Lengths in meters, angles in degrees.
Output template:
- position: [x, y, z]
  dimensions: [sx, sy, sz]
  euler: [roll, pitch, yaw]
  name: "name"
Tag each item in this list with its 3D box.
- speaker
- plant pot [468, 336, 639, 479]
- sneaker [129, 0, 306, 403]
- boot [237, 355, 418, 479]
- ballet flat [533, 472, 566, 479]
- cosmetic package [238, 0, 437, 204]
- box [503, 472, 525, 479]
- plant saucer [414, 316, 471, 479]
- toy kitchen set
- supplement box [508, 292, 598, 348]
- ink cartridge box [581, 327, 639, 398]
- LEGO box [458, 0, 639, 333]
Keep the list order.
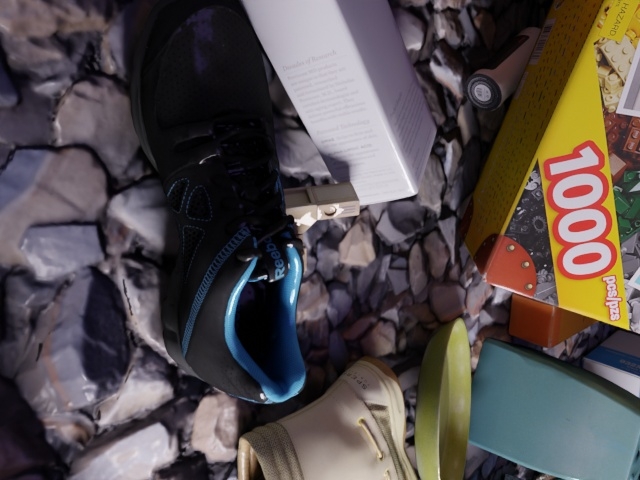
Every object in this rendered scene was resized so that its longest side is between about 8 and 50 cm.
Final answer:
- position: [0.252, -0.229, 0.758]
  dimensions: [0.136, 0.055, 0.055]
  euler: [-42, 125, -26]
  name: "speaker"
- position: [0.367, 0.268, 0.859]
  dimensions: [0.166, 0.234, 0.165]
  euler: [19, 88, -43]
  name: "plant pot"
- position: [-0.064, -0.031, 0.469]
  dimensions: [0.125, 0.140, 0.340]
  euler: [-15, 108, -36]
  name: "sneaker"
- position: [0.014, 0.287, 0.643]
  dimensions: [0.204, 0.095, 0.261]
  euler: [-22, 112, -37]
  name: "boot"
- position: [0.471, 0.564, 1.100]
  dimensions: [0.182, 0.164, 0.482]
  euler: [-41, 133, -53]
  name: "ballet flat"
- position: [0.029, -0.157, 0.537]
  dimensions: [0.231, 0.086, 0.117]
  euler: [59, 38, -32]
  name: "cosmetic package"
- position: [0.297, 0.504, 0.928]
  dimensions: [0.191, 0.045, 0.184]
  euler: [0, 104, -71]
  name: "box"
- position: [0.161, 0.220, 0.745]
  dimensions: [0.241, 0.037, 0.240]
  euler: [0, 90, -67]
  name: "plant saucer"
- position: [0.000, 0.000, 0.548]
  dimensions: [0.075, 0.068, 0.083]
  euler: [-8, 131, -10]
  name: "toy kitchen set"
- position: [0.417, 0.108, 0.973]
  dimensions: [0.234, 0.080, 0.077]
  euler: [-11, 108, -38]
  name: "supplement box"
- position: [0.684, 0.310, 1.221]
  dimensions: [0.308, 0.129, 0.223]
  euler: [-19, 112, -38]
  name: "ink cartridge box"
- position: [0.430, -0.147, 0.634]
  dimensions: [0.373, 0.193, 0.499]
  euler: [18, 109, 0]
  name: "LEGO box"
